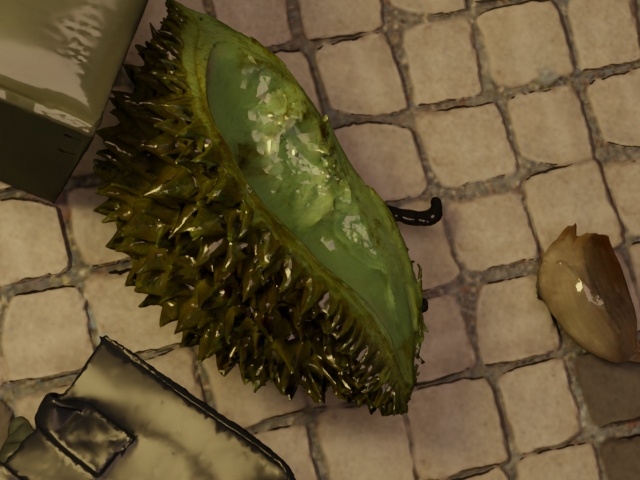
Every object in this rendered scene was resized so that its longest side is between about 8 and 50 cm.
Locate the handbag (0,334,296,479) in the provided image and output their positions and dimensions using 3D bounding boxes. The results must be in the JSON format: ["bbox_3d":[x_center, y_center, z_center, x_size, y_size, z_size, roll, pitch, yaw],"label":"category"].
[{"bbox_3d":[-0.195,0.261,1.531,0.269,0.118,0.325,35,76,15],"label":"handbag"}]

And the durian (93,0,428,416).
[{"bbox_3d":[-0.053,-0.007,1.586,0.394,0.163,0.198,51,40,-5],"label":"durian"}]

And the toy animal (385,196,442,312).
[{"bbox_3d":[0.000,0.000,1.677,0.233,0.084,0.148,-1,77,-9],"label":"toy animal"}]

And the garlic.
[{"bbox_3d":[0.250,0.057,1.727,0.084,0.066,0.152,-19,81,-17],"label":"garlic"}]

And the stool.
[{"bbox_3d":[-0.236,-0.193,1.569,0.170,0.270,0.243,22,75,-8],"label":"stool"}]
